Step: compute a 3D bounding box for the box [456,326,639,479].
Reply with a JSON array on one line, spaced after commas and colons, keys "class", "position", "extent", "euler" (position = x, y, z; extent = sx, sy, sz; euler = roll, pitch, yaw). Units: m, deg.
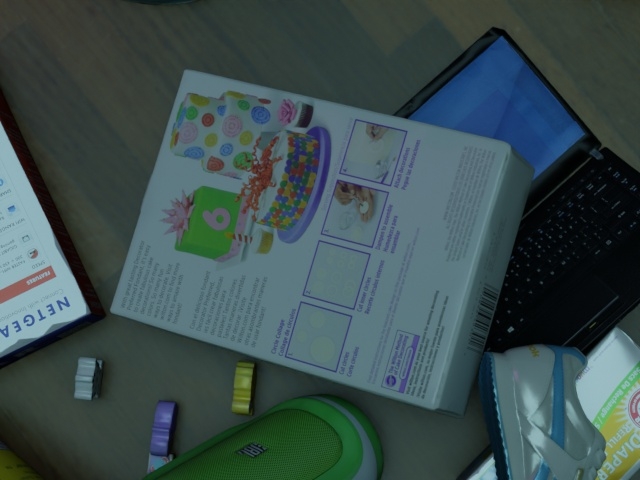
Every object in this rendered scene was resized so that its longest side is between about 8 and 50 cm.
[{"class": "box", "position": [0.230, 0.184, 1.522], "extent": [0.103, 0.114, 0.203], "euler": [44, 87, 5]}]

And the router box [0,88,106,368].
[{"class": "router box", "position": [-0.420, 0.010, 1.586], "extent": [0.335, 0.082, 0.301], "euler": [-25, 84, 1]}]

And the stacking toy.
[{"class": "stacking toy", "position": [-0.151, 0.217, 1.570], "extent": [0.167, 0.052, 0.221], "euler": [5, 86, 4]}]

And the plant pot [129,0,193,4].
[{"class": "plant pot", "position": [-0.158, -0.385, 1.551], "extent": [0.293, 0.196, 0.293], "euler": [0, 84, 3]}]

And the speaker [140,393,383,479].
[{"class": "speaker", "position": [-0.067, 0.229, 1.440], "extent": [0.131, 0.296, 0.131], "euler": [11, 111, 32]}]

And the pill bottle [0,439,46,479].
[{"class": "pill bottle", "position": [-0.269, 0.309, 1.463], "extent": [0.334, 0.188, 0.188], "euler": [36, 88, 20]}]

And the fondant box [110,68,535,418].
[{"class": "fondant box", "position": [0.000, 0.000, 1.511], "extent": [0.330, 0.096, 0.238], "euler": [15, 86, 22]}]

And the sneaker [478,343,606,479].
[{"class": "sneaker", "position": [0.198, 0.201, 1.422], "extent": [0.092, 0.087, 0.228], "euler": [-9, 90, -6]}]

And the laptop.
[{"class": "laptop", "position": [0.173, -0.028, 1.527], "extent": [0.234, 0.136, 0.264], "euler": [-42, 42, 0]}]
